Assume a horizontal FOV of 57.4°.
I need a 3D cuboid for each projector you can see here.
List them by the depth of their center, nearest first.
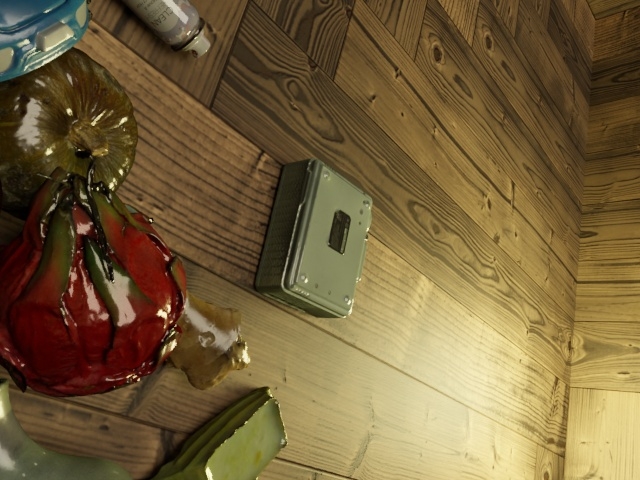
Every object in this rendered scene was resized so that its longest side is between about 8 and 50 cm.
[{"bbox_3d":[0.000,0.000,1.088,0.192,0.099,0.257,31,63,-43],"label":"projector"}]

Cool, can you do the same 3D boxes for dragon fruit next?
[{"bbox_3d":[-0.263,0.044,0.628,0.234,0.233,0.293,-50,147,-40],"label":"dragon fruit"}]

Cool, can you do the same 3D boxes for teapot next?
[{"bbox_3d":[-0.327,0.265,0.640,0.183,0.183,0.251,-42,105,-43],"label":"teapot"}]

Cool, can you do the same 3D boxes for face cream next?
[{"bbox_3d":[-0.254,-0.366,0.864,0.229,0.075,0.075,42,56,-37],"label":"face cream"}]

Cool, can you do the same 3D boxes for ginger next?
[{"bbox_3d":[-0.224,0.115,0.842,0.294,0.086,0.131,36,88,-30],"label":"ginger"}]

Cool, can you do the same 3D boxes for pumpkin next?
[{"bbox_3d":[-0.312,-0.125,0.689,0.219,0.162,0.219,-29,124,-56],"label":"pumpkin"}]

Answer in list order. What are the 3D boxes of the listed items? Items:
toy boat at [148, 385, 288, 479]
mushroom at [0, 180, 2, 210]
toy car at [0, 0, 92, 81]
[{"bbox_3d":[-0.142,0.329,0.897,0.276,0.084,0.111,-28,108,-48],"label":"toy boat"},{"bbox_3d":[-0.420,-0.010,0.499,0.254,0.267,0.267,31,56,-2],"label":"mushroom"},{"bbox_3d":[-0.376,-0.265,0.565,0.198,0.314,0.166,-52,158,-36],"label":"toy car"}]
